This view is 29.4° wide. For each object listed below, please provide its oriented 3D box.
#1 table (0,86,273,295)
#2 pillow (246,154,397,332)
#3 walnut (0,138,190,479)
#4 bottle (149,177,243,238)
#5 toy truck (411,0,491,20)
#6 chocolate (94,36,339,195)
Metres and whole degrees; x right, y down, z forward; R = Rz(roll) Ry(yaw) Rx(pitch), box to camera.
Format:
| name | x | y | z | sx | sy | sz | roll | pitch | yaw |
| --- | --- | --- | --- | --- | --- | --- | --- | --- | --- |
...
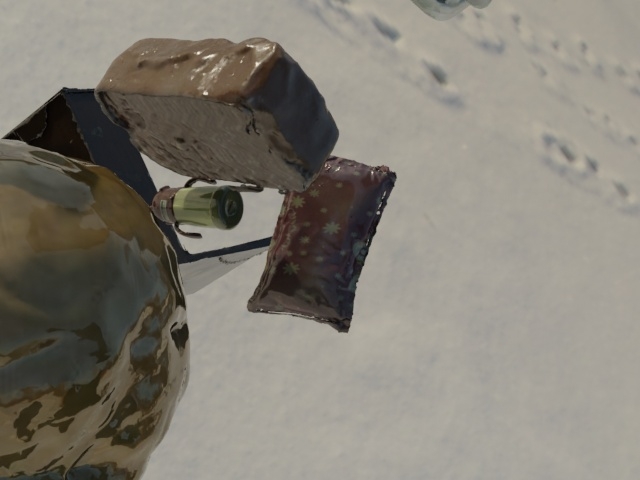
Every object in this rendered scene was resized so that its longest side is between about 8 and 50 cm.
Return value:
| name | x | y | z | sx | sy | sz | roll | pitch | yaw |
| --- | --- | --- | --- | --- | --- | --- | --- | --- | --- |
| table | -0.243 | -0.048 | 1.571 | 0.282 | 0.196 | 0.251 | -15 | 75 | -56 |
| pillow | 0.000 | 0.000 | 1.258 | 0.118 | 0.185 | 0.043 | 15 | 2 | 11 |
| walnut | -0.282 | 0.081 | 1.003 | 0.381 | 0.381 | 0.381 | 39 | 30 | -27 |
| bottle | -0.130 | -0.036 | 1.263 | 0.063 | 0.101 | 0.047 | -57 | 137 | -38 |
| toy truck | 0.162 | -0.318 | 0.981 | 0.173 | 0.207 | 0.387 | 43 | 47 | 9 |
| chocolate | -0.097 | -0.124 | 1.147 | 0.093 | 0.214 | 0.148 | -59 | 139 | -22 |
